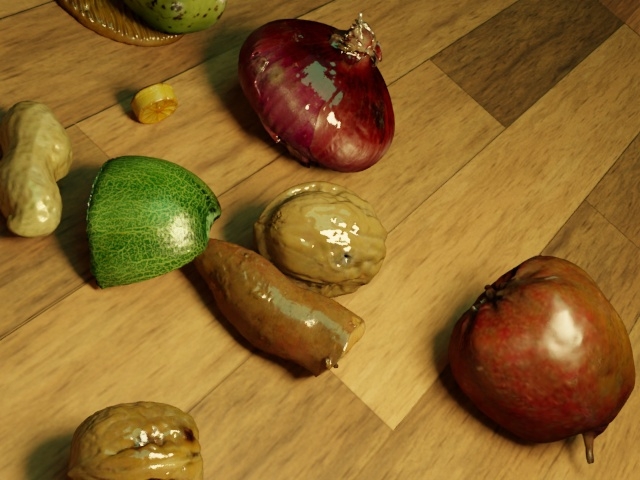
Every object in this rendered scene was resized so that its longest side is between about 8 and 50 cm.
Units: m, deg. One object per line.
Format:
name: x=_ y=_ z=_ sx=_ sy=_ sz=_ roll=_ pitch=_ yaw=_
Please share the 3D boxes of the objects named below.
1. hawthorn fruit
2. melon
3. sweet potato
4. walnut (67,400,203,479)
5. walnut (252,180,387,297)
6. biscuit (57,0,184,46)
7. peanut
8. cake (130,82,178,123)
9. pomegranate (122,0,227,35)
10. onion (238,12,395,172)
hawthorn fruit: x=0.390 y=0.193 z=1.795 sx=0.324 sy=0.308 sz=0.308 roll=28 pitch=40 yaw=3
melon: x=-0.254 y=-0.057 z=1.628 sx=0.169 sy=0.129 sz=0.265 roll=-1 pitch=38 yaw=12
sweet potato: x=-0.097 y=0.097 z=1.662 sx=0.336 sy=0.131 sz=0.131 roll=30 pitch=39 yaw=5
walnut: x=-0.241 y=0.287 z=1.351 sx=0.184 sy=0.155 sz=0.155 roll=1 pitch=52 yaw=-42
walnut: x=0.000 y=0.000 z=1.761 sx=0.245 sy=0.198 sz=0.198 roll=11 pitch=47 yaw=-24
biscuit: x=-0.395 y=-0.504 z=2.067 sx=0.318 sy=0.040 sz=0.318 roll=20 pitch=43 yaw=-19
peanut: x=-0.444 y=-0.111 z=1.610 sx=0.117 sy=0.101 sz=0.263 roll=3 pitch=49 yaw=-9
cake: x=-0.296 y=-0.245 z=1.861 sx=0.084 sy=0.084 sz=0.044 roll=-10 pitch=67 yaw=-42
pomegranate: x=-0.265 y=-0.508 z=1.948 sx=0.214 sy=0.248 sz=0.214 roll=18 pitch=41 yaw=-16
onion: x=0.017 y=-0.304 z=1.998 sx=0.347 sy=0.285 sz=0.348 roll=31 pitch=32 yaw=-22
